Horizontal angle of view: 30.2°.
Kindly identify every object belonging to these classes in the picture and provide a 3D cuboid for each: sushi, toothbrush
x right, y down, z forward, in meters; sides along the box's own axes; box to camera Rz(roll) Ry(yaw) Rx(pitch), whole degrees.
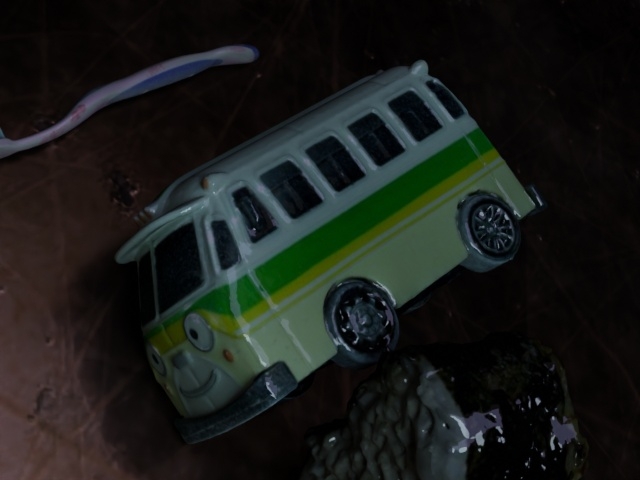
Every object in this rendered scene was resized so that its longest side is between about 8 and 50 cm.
[{"bbox_3d":[0.074,0.150,0.716,0.115,0.212,0.147,-2,52,-29],"label":"sushi"},{"bbox_3d":[-0.142,-0.098,0.817,0.269,0.021,0.027,-27,90,-40],"label":"toothbrush"}]

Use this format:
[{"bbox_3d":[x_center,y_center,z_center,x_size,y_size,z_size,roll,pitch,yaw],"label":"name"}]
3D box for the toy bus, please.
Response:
[{"bbox_3d":[0.000,0.000,0.788,0.276,0.134,0.164,-32,89,-37],"label":"toy bus"}]
